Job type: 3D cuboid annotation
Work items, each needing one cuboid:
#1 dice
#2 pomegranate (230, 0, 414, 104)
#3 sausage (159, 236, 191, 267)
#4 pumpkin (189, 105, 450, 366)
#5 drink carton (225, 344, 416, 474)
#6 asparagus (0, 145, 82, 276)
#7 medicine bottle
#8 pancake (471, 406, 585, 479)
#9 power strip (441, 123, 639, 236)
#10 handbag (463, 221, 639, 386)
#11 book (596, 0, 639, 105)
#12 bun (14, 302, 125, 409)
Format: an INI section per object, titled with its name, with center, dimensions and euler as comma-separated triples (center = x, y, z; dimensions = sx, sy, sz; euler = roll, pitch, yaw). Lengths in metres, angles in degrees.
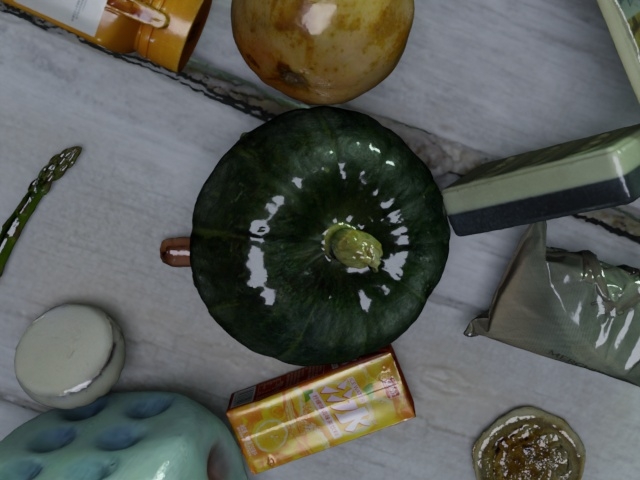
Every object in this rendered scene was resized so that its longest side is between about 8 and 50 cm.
[dice]
center = -0.245, 0.347, 1.172
dimensions = 0.265, 0.268, 0.262
euler = -5, 109, 19
[pomegranate]
center = 0.000, -0.249, 1.087
dimensions = 0.207, 0.207, 0.207
euler = 0, 102, 2
[sausage]
center = -0.113, 0.024, 1.237
dimensions = 0.177, 0.040, 0.047
euler = 8, 102, -1
[pumpkin]
center = 0.000, 0.000, 1.127
dimensions = 0.300, 0.207, 0.300
euler = -2, 98, -15
[drink carton]
center = 0.001, 0.209, 1.258
dimensions = 0.223, 0.071, 0.096
euler = -22, 100, 6
[asparagus]
center = -0.371, -0.028, 1.241
dimensions = 0.034, 0.027, 0.236
euler = 38, 101, 15
[medicine bottle]
center = -0.242, -0.280, 1.118
dimensions = 0.222, 0.149, 0.112
euler = 24, 102, -3
[pancake]
center = 0.268, 0.289, 1.288
dimensions = 0.152, 0.025, 0.151
euler = 0, 104, 1
[power strip]
center = 0.251, -0.065, 1.107
dimensions = 0.257, 0.105, 0.070
euler = -14, 100, 49
[handbag]
center = 0.330, 0.079, 1.194
dimensions = 0.270, 0.117, 0.182
euler = 18, 116, -2
[book]
center = 0.365, -0.285, 1.065
dimensions = 0.028, 0.262, 0.374
euler = -16, 105, 47
[bun]
center = -0.305, 0.154, 1.245
dimensions = 0.138, 0.138, 0.094
euler = -9, 145, 4
